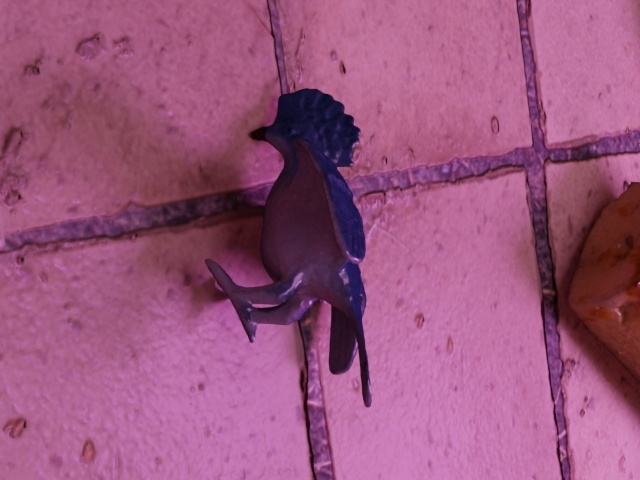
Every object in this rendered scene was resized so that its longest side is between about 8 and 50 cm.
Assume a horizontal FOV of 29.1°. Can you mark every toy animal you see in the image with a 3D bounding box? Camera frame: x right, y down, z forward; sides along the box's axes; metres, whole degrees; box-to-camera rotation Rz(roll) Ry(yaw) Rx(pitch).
[{"bbox_3d":[0.000,0.000,0.947,0.176,0.239,0.255,-35,69,-8],"label":"toy animal"}]

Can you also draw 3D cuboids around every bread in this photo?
[{"bbox_3d":[0.396,0.075,1.299,0.274,0.114,0.185,44,53,-24],"label":"bread"}]
